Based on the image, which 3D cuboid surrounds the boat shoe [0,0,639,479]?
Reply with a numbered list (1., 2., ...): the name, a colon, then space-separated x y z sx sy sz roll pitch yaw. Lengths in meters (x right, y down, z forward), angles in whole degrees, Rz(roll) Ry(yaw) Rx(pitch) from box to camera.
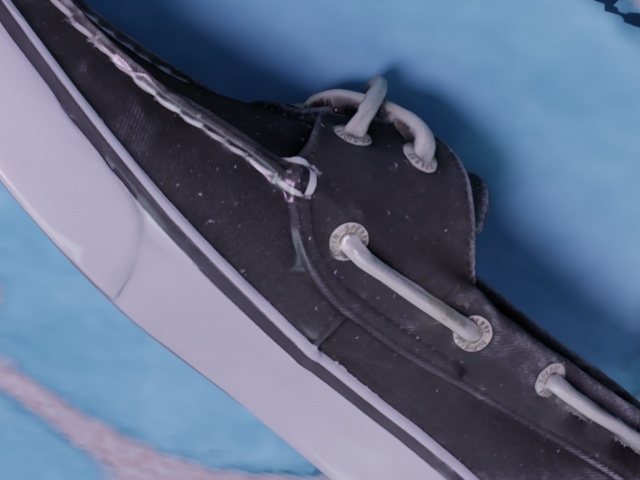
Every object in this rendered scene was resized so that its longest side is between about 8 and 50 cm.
1. boat shoe: 0.000 0.000 0.380 0.070 0.078 0.219 -44 117 5
